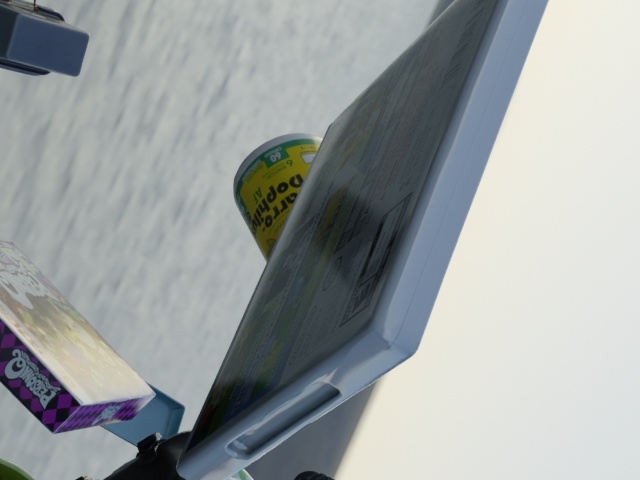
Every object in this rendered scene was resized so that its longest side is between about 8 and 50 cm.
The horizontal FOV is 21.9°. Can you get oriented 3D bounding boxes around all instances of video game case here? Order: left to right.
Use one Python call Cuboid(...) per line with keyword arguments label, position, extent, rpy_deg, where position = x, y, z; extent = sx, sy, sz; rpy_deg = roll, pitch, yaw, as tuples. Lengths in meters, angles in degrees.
Cuboid(label="video game case", position=(-0.258, 0.080, 1.465), extent=(0.042, 0.210, 0.232), rpy_deg=(-45, 170, 5))
Cuboid(label="video game case", position=(0.031, -0.015, 1.098), extent=(0.300, 0.036, 0.329), rpy_deg=(-41, -158, 55))

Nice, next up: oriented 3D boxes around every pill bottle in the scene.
Cuboid(label="pill bottle", position=(0.000, 0.000, 1.630), extent=(0.208, 0.118, 0.117), rpy_deg=(61, -39, 39))

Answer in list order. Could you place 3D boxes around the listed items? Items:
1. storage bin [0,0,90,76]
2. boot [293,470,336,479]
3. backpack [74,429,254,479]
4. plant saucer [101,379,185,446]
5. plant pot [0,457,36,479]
Cuboid(label="storage bin", position=(-0.338, -0.241, 1.934), extent=(0.135, 0.091, 0.098), rpy_deg=(12, 97, -45))
Cuboid(label="boot", position=(0.018, 0.259, 1.422), extent=(0.045, 0.121, 0.099), rpy_deg=(-50, 169, -31))
Cuboid(label="backpack", position=(-0.130, 0.348, 1.686), extent=(0.225, 0.253, 0.191), rpy_deg=(-33, -145, 10))
Cuboid(label="plant saucer", position=(-0.205, 0.167, 1.689), extent=(0.192, 0.018, 0.067), rpy_deg=(42, 58, -51))
Cuboid(label="plant pot", position=(-0.518, 0.407, 2.099), extent=(0.294, 0.275, 0.274), rpy_deg=(-7, -130, 48))
